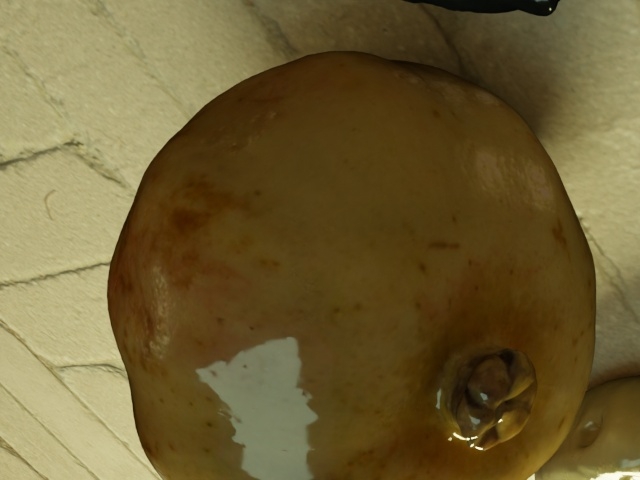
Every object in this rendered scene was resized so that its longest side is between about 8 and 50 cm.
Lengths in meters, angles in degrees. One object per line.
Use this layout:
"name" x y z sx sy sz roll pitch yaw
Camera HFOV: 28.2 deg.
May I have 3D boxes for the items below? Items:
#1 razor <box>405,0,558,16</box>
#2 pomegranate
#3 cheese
"razor" 0.084 -0.287 0.771 0.204 0.113 0.349 20 144 14
"pomegranate" 0.031 0.064 1.003 0.412 0.411 0.411 22 145 16
"cheese" 0.325 0.226 1.220 0.235 0.117 0.218 -8 130 43
